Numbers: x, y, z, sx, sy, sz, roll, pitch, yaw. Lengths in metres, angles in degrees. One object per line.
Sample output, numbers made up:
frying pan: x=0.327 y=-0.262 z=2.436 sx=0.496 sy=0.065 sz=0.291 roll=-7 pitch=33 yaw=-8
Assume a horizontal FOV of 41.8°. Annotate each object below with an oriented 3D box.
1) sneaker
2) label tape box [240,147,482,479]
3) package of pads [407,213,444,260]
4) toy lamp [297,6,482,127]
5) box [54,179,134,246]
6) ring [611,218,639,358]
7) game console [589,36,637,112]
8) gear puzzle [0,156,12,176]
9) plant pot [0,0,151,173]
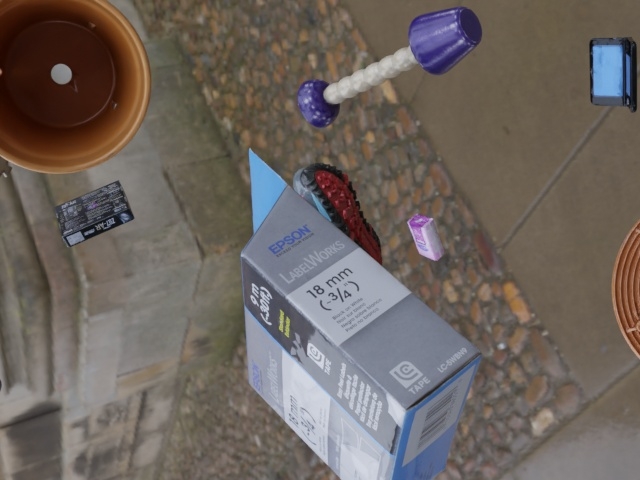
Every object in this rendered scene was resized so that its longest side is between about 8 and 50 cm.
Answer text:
sneaker: x=0.000 y=0.000 z=1.130 sx=0.262 sy=0.125 sz=0.104 roll=60 pitch=-157 yaw=-51
label tape box: x=-0.006 y=0.098 z=0.874 sx=0.334 sy=0.106 sz=0.240 roll=41 pitch=150 yaw=28
package of pads: x=0.197 y=-0.006 z=1.559 sx=0.050 sy=0.032 sz=0.083 roll=21 pitch=142 yaw=50
toy lamp: x=0.083 y=-0.220 z=1.072 sx=0.275 sy=0.080 sz=0.080 roll=-19 pitch=86 yaw=44
box: x=-0.266 y=-0.032 z=0.987 sx=0.067 sy=0.083 sz=0.018 roll=55 pitch=167 yaw=49
ring: x=0.626 y=0.076 z=1.292 sx=0.032 sy=0.337 sz=0.336 roll=13 pitch=-122 yaw=-79
game console: x=0.512 y=-0.290 z=1.470 sx=0.107 sy=0.071 sz=0.122 roll=-57 pitch=-38 yaw=-66
gear puzzle: x=-0.658 y=-0.157 z=1.578 sx=0.044 sy=0.175 sz=0.339 roll=-10 pitch=51 yaw=36
plant pot: x=-0.430 y=-0.267 z=1.377 sx=0.203 sy=0.291 sz=0.290 roll=-138 pitch=39 yaw=-71
